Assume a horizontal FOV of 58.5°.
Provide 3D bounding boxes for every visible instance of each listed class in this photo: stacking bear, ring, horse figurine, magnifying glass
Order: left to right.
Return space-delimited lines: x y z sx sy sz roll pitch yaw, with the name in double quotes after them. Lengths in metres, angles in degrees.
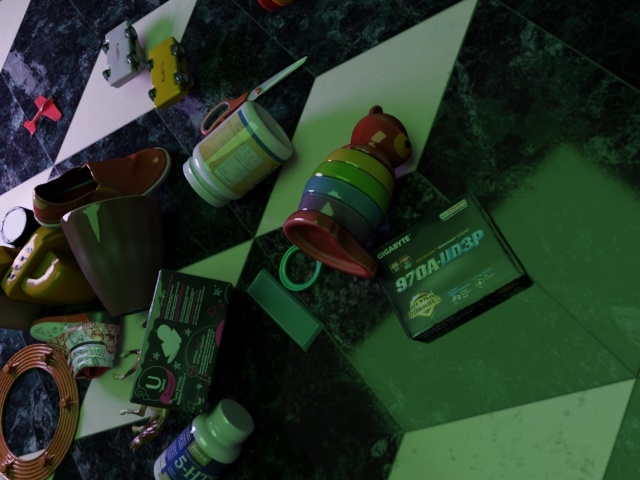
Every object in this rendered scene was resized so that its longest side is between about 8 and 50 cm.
-0.717 0.422 1.398 0.336 0.032 0.337 -8 73 26 "ring"
-0.368 0.305 1.222 0.174 0.066 0.264 -30 63 24 "horse figurine"
0.000 0.000 1.126 0.092 0.026 0.231 39 96 30 "magnifying glass"
0.068 -0.104 1.027 0.164 0.175 0.289 8 62 50 "stacking bear"

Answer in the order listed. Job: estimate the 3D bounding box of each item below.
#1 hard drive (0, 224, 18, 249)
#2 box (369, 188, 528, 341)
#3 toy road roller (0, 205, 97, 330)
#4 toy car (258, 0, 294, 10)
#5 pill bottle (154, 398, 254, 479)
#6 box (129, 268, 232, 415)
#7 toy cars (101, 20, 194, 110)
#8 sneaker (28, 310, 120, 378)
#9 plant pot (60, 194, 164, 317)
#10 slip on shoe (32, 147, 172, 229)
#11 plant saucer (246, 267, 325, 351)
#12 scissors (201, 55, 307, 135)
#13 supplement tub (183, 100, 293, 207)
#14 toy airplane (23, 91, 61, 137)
-0.888 0.024 1.583 0.094 0.022 0.135 -21 66 -1 "hard drive"
0.213 0.045 0.983 0.220 0.051 0.175 -33 63 18 "box"
-0.664 0.099 1.354 0.240 0.202 0.330 36 93 30 "toy road roller"
-0.111 -0.601 1.293 0.182 0.159 0.136 56 141 27 "toy car"
-0.217 0.396 1.087 0.187 0.112 0.112 -48 60 10 "pill bottle"
-0.265 0.192 1.115 0.142 0.163 0.248 13 81 -7 "box"
-0.430 -0.432 1.442 0.393 0.087 0.177 29 87 34 "toy cars"
-0.588 0.252 1.338 0.269 0.090 0.145 -11 69 23 "sneaker"
-0.432 0.045 1.261 0.215 0.215 0.231 -21 82 22 "plant pot"
-0.495 -0.135 1.311 0.331 0.101 0.123 -27 63 -23 "slip on shoe"
-0.076 0.134 1.136 0.192 0.018 0.067 40 97 31 "plant saucer"
-0.159 -0.335 1.302 0.297 0.021 0.109 -45 59 13 "scissors"
-0.173 -0.177 1.196 0.199 0.144 0.144 -37 63 15 "supplement tub"
-0.812 -0.369 1.660 0.151 0.028 0.151 -9 72 28 "toy airplane"
